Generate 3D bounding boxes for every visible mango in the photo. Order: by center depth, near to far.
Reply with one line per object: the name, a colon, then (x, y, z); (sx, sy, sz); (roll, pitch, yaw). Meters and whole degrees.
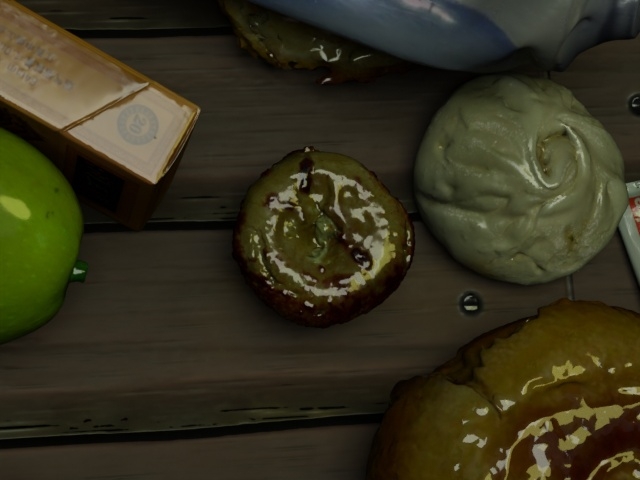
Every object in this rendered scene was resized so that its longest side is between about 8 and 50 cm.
mango: (-0.349, 0.001, 1.333); (0.343, 0.156, 0.192); (-7, 107, -5)

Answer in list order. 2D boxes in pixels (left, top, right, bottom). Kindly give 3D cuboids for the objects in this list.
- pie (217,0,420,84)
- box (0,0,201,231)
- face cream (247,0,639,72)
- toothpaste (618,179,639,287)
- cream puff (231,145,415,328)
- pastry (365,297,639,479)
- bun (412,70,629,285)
pie: (0.026, -0.275, 1.494); (0.308, 0.085, 0.308); (2, 80, -9)
box: (-0.233, -0.118, 1.373); (0.274, 0.174, 0.076); (30, 77, -3)
face cream: (0.062, -0.257, 1.412); (0.420, 0.137, 0.235); (21, 84, 8)
toothpaste: (0.294, 0.052, 1.510); (0.052, 0.033, 0.218); (-14, 78, -11)
cream puff: (0.000, 0.000, 1.439); (0.149, 0.084, 0.149); (2, 75, -9)
pastry: (0.207, 0.218, 1.399); (0.356, 0.164, 0.356); (3, 73, -10)
bun: (0.168, -0.053, 1.469); (0.183, 0.102, 0.183); (1, 80, -7)
